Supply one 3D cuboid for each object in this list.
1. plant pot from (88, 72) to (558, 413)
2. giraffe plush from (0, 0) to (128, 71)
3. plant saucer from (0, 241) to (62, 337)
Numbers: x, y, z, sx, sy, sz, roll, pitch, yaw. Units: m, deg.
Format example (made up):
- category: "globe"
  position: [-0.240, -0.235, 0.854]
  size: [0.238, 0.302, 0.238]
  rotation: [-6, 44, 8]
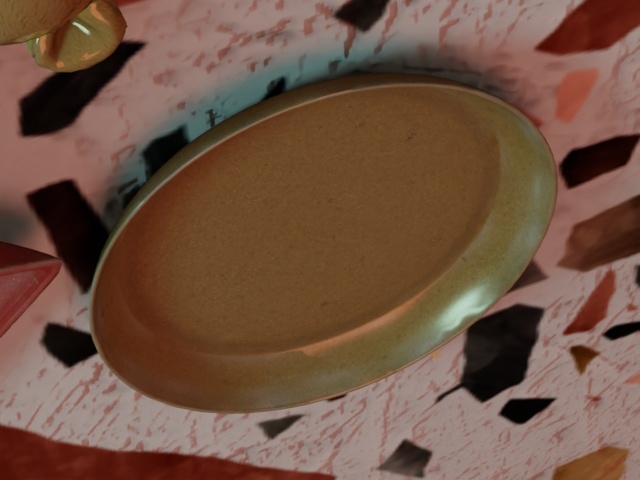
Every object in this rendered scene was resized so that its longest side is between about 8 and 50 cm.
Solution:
- category: "plant pot"
  position: [0.000, 0.000, 0.866]
  size: [0.236, 0.032, 0.236]
  rotation: [-15, 143, -11]
- category: "giraffe plush"
  position: [-0.077, -0.132, 0.578]
  size: [0.170, 0.181, 0.210]
  rotation: [-28, 180, 23]
- category: "plant saucer"
  position: [-0.268, 0.086, 0.745]
  size: [0.259, 0.048, 0.258]
  rotation: [-44, 164, 27]
